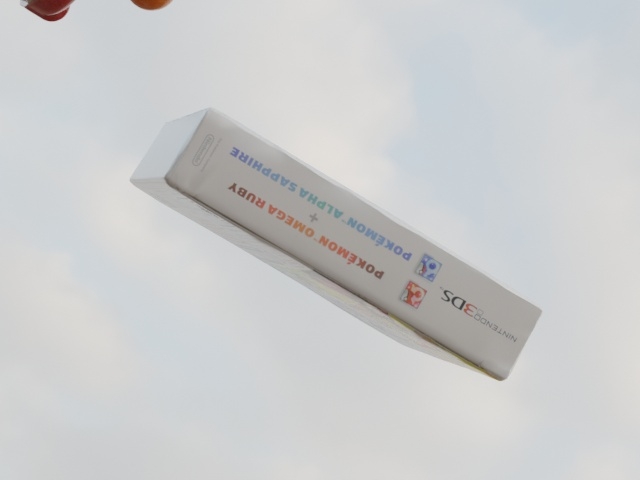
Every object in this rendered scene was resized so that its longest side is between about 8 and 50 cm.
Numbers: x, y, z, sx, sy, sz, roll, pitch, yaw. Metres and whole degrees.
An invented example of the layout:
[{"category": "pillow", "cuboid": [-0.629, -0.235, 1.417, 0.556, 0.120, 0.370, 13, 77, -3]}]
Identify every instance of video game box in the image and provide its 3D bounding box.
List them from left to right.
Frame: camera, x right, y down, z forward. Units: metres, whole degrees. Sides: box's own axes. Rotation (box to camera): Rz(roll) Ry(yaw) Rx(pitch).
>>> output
[{"category": "video game box", "cuboid": [0.000, 0.000, 0.938, 0.187, 0.048, 0.205, 33, -4, -10]}]

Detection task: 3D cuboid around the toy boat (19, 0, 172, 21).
[{"category": "toy boat", "cuboid": [-0.212, -0.308, 1.971, 0.151, 0.231, 0.151, 43, -3, -20]}]
